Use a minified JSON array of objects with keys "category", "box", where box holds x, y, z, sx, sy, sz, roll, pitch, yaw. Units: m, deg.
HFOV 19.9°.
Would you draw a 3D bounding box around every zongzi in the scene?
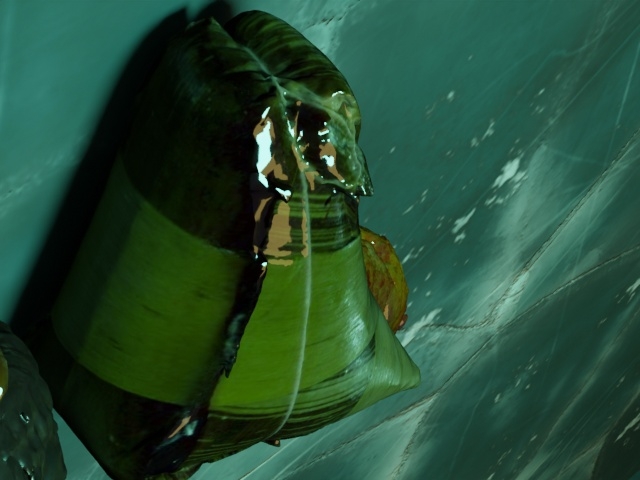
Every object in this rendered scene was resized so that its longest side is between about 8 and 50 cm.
[{"category":"zongzi","box":[0.000,0.000,1.137,0.318,0.154,0.289,-6,135,-43]}]

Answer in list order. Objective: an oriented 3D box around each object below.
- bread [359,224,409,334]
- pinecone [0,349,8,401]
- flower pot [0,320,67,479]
[{"category":"bread","box":[-0.022,0.042,1.307,0.139,0.095,0.269,-57,154,5]},{"category":"pinecone","box":[-0.251,0.043,0.656,0.298,0.242,0.296,-37,159,-14]},{"category":"flower pot","box":[-0.214,0.178,0.934,0.266,0.267,0.266,-39,157,-21]}]
